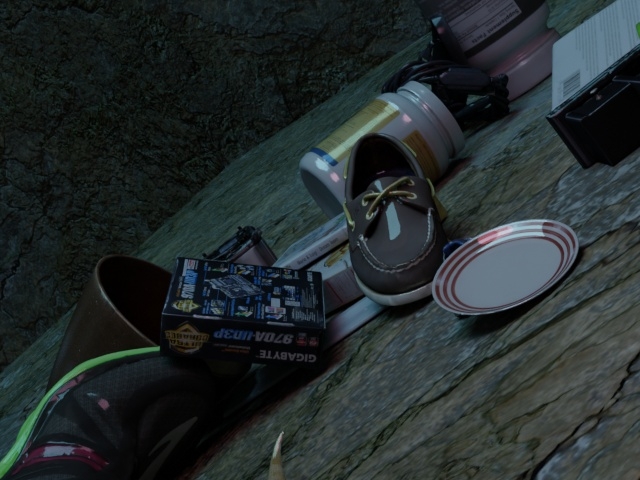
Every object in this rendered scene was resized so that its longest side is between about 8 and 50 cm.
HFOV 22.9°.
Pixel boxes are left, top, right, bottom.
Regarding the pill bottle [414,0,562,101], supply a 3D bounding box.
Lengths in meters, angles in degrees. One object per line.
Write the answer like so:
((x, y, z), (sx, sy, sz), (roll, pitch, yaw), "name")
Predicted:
((0.241, -0.357, 2.369), (0.161, 0.283, 0.161), (-36, 8, 6), "pill bottle")

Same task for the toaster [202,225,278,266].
((-0.126, 0.067, 2.199), (0.168, 0.110, 0.185), (-38, 8, -2), "toaster")

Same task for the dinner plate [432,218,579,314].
((0.169, 0.028, 1.436), (0.141, 0.017, 0.141), (-22, 27, 12), "dinner plate")

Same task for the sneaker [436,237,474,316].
((0.150, 0.017, 1.533), (0.052, 0.058, 0.135), (-32, 10, 32), "sneaker")

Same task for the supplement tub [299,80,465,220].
((0.086, -0.112, 2.179), (0.199, 0.144, 0.144), (-39, 9, -11), "supplement tub")

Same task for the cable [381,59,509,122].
((0.180, -0.212, 2.276), (0.184, 0.047, 0.150), (1, -18, 7), "cable")

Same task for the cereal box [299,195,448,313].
((0.030, 0.034, 1.956), (0.240, 0.047, 0.173), (-30, 11, 41), "cereal box")

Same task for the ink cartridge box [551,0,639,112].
((0.384, -0.240, 1.866), (0.239, 0.060, 0.275), (-33, 15, 20), "ink cartridge box")

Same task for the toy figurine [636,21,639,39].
((0.384, -0.157, 1.404), (0.159, 0.130, 0.173), (-25, 34, 18), "toy figurine")

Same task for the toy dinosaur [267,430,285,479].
((-0.042, 0.224, 1.309), (0.092, 0.053, 0.183), (-23, 15, -5), "toy dinosaur")

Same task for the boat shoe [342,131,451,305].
((0.080, -0.029, 1.765), (0.116, 0.097, 0.324), (-18, 22, 5), "boat shoe")

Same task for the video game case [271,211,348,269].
((0.000, 0.000, 2.036), (0.143, 0.019, 0.157), (-32, 7, 22), "video game case")

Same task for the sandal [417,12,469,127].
((0.181, -0.237, 2.352), (0.054, 0.097, 0.254), (-22, -31, -8), "sandal")

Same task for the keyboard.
((-0.005, 0.119, 1.784), (0.256, 0.014, 0.072), (-36, 14, 15), "keyboard")

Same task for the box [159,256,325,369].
((-0.084, 0.078, 1.762), (0.175, 0.051, 0.220), (6, 15, -3), "box")

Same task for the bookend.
((0.327, -0.142, 1.606), (0.157, 0.072, 0.156), (-38, 9, 1), "bookend")

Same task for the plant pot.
((-0.233, 0.172, 1.863), (0.230, 0.215, 0.215), (-53, 4, 17), "plant pot")

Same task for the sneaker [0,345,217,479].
((-0.255, 0.278, 1.579), (0.202, 0.185, 0.483), (12, 38, 37), "sneaker")
